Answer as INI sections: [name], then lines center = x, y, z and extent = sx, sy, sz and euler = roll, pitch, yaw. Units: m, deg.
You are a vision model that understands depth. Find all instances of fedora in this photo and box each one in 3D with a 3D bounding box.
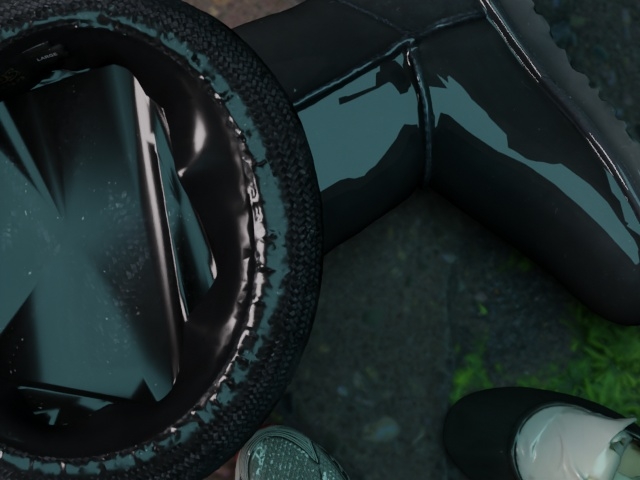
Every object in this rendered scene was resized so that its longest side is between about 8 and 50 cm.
[fedora]
center = -0.148, 0.005, 1.070
extent = 0.334, 0.152, 0.334
euler = 0, 88, 0

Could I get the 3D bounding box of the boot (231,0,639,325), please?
[boot]
center = -0.001, -0.002, 1.207
extent = 0.445, 0.146, 0.367
euler = -28, 71, -14

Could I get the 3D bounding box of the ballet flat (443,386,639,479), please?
[ballet flat]
center = 0.229, 0.175, 1.207
extent = 0.280, 0.096, 0.095
euler = 21, 75, 1

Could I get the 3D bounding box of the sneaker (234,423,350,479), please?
[sneaker]
center = 0.010, 0.232, 1.177
extent = 0.088, 0.093, 0.225
euler = -27, 79, -11
